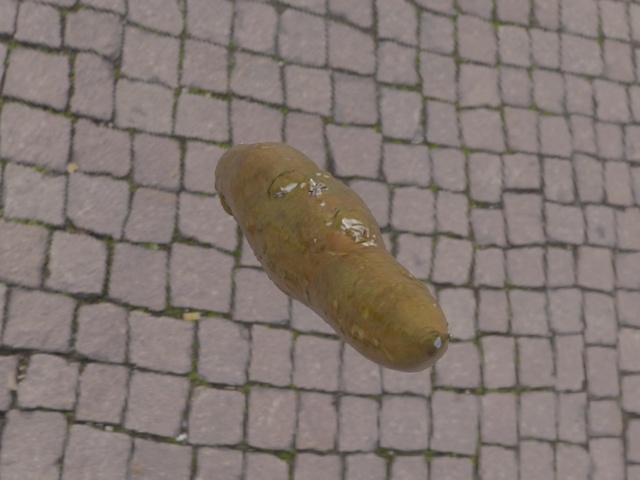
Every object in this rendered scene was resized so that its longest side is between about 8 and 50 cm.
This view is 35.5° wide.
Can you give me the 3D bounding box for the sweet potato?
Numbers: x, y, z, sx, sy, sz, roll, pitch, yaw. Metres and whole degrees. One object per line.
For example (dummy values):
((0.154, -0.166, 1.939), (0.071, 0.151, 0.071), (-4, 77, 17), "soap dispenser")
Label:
((0.000, 0.000, 0.491), (0.067, 0.274, 0.067), (-10, 116, -21), "sweet potato")
